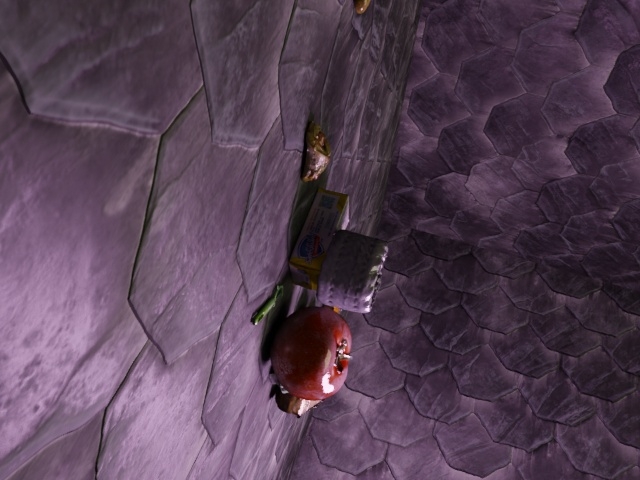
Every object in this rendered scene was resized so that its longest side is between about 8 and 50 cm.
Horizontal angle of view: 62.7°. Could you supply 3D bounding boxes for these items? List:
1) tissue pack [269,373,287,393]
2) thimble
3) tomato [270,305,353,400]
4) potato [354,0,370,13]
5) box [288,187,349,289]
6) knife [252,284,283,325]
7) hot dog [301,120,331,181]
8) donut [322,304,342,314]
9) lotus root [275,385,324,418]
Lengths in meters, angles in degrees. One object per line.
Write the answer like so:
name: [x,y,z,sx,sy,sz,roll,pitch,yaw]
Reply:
tissue pack: [-0.121,0.436,1.679,0.111,0.079,0.085,90,-17,-62]
thimble: [0.095,0.086,1.478,0.245,0.157,0.216,-39,145,-73]
tomato: [-0.032,0.329,1.539,0.270,0.227,0.269,1,90,-67]
potato: [0.106,-0.613,1.305,0.092,0.047,0.045,-68,-151,24]
box: [0.000,0.000,1.554,0.168,0.097,0.264,85,24,-65]
knife: [-0.130,0.158,1.334,0.212,0.015,0.054,-48,152,-68]
hot dog: [-0.006,-0.211,1.283,0.078,0.061,0.168,-65,167,-48]
donut: [0.039,0.346,2.413,0.181,0.078,0.145,42,64,-72]
lotus root: [-0.068,0.528,1.843,0.261,0.170,0.074,-12,112,-68]
